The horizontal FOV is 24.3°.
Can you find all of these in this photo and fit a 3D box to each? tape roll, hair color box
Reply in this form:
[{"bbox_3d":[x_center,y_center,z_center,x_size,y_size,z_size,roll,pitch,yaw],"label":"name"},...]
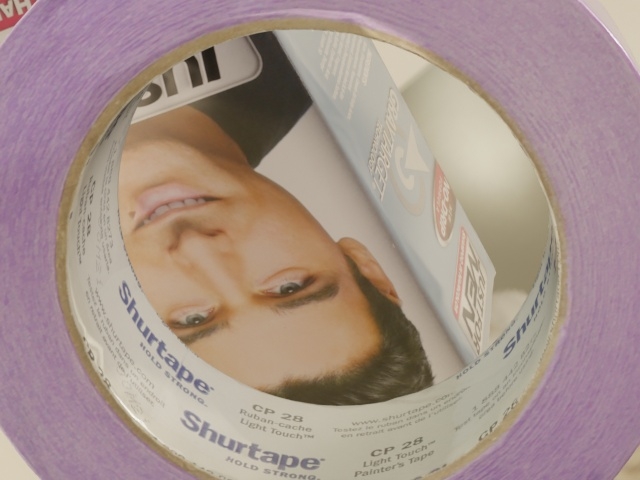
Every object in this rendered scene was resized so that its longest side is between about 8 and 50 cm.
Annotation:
[{"bbox_3d":[0.000,0.000,0.577,0.275,0.275,0.090,-42,9,17],"label":"tape roll"},{"bbox_3d":[-0.064,-0.055,0.785,0.185,0.374,0.113,-17,35,22],"label":"hair color box"}]
